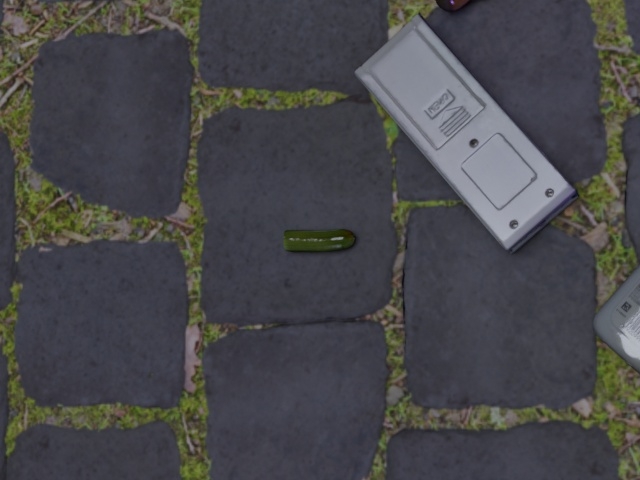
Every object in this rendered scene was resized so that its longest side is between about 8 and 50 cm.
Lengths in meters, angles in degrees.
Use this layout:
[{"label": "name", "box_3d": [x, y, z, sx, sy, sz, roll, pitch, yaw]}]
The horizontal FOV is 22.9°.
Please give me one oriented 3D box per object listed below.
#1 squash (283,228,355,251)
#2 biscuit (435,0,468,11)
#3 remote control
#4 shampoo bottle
[{"label": "squash", "box_3d": [0.000, 0.000, 1.842, 0.083, 0.027, 0.027, 0, 82, 18]}, {"label": "biscuit", "box_3d": [0.218, -0.361, 1.807, 0.208, 0.047, 0.164, -15, 79, 16]}, {"label": "remote control", "box_3d": [0.164, -0.122, 1.789, 0.103, 0.055, 0.277, -42, 73, 9]}, {"label": "shampoo bottle", "box_3d": [0.396, 0.044, 1.687, 0.108, 0.051, 0.221, 43, 97, 20]}]
